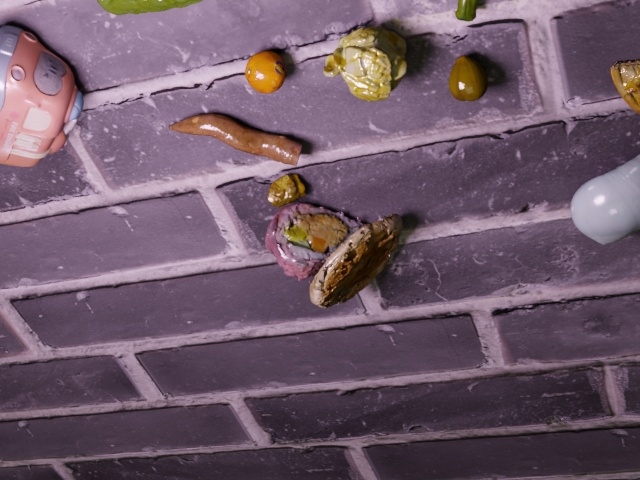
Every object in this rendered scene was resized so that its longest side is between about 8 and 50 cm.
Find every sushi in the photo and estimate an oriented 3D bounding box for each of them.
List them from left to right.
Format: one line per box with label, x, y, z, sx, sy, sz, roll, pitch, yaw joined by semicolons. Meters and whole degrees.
sushi;-0.013;-0.014;2.004;0.161;0.241;0.107;53;147;14

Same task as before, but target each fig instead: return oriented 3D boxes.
fig;0.274;-0.304;1.704;0.074;0.074;0.088;-9;109;20

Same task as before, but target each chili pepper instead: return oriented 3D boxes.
chili pepper;0.282;-0.464;1.563;0.052;0.050;0.201;8;139;-19

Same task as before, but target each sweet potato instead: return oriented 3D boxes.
sweet potato;-0.176;-0.219;1.888;0.281;0.059;0.067;18;169;-1

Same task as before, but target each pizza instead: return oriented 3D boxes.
pizza;0.606;-0.280;1.679;0.160;0.036;0.099;37;129;-23

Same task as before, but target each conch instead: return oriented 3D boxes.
conch;0.615;-0.076;1.834;0.221;0.121;0.185;-37;147;31

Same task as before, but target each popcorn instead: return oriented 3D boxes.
popcorn;0.090;-0.322;1.678;0.162;0.141;0.135;-12;99;-13

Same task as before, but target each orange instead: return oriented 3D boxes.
orange;-0.106;-0.323;1.756;0.083;0.083;0.083;6;134;6

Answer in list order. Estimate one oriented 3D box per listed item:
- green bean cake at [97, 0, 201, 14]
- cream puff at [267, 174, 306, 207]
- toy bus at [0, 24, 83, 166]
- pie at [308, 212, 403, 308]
green bean cake;-0.297;-0.513;1.585;0.248;0.125;0.222;-2;132;14
cream puff;-0.076;-0.109;1.978;0.083;0.083;0.058;-39;72;49
toy bus;-0.608;-0.272;1.844;0.232;0.194;0.287;23;134;-21
pie;0.081;0.045;1.980;0.055;0.274;0.274;46;136;19
